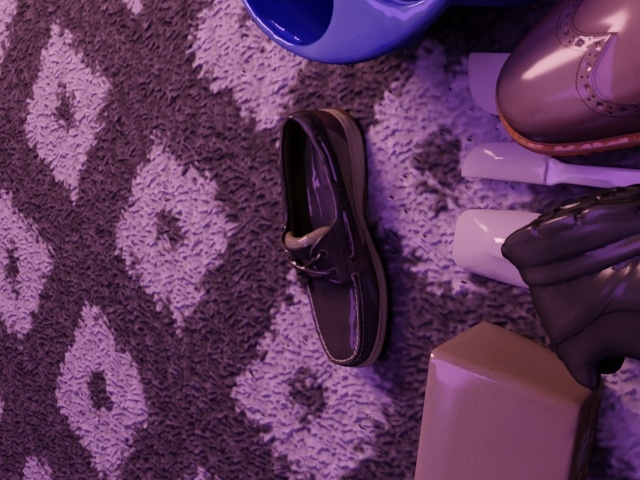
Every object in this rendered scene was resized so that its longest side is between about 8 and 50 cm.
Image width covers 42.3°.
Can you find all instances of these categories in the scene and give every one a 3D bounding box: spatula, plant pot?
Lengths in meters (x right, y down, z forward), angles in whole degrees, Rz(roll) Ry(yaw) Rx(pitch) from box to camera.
[{"bbox_3d":[0.198,-0.038,0.552,0.242,0.019,0.168,12,100,38],"label":"spatula"},{"bbox_3d":[0.134,0.126,0.569,0.096,0.109,0.109,11,101,29],"label":"plant pot"}]

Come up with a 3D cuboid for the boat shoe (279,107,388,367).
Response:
[{"bbox_3d":[0.001,-0.001,0.693,0.080,0.073,0.223,-7,88,43],"label":"boat shoe"}]

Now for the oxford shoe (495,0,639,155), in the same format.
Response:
[{"bbox_3d":[0.227,-0.156,0.426,0.364,0.133,0.130,-30,69,37],"label":"oxford shoe"}]

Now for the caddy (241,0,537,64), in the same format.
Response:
[{"bbox_3d":[0.035,-0.290,0.568,0.241,0.179,0.341,-10,87,43],"label":"caddy"}]

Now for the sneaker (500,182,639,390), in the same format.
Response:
[{"bbox_3d":[0.241,0.013,0.453,0.286,0.109,0.130,-21,88,50],"label":"sneaker"}]
